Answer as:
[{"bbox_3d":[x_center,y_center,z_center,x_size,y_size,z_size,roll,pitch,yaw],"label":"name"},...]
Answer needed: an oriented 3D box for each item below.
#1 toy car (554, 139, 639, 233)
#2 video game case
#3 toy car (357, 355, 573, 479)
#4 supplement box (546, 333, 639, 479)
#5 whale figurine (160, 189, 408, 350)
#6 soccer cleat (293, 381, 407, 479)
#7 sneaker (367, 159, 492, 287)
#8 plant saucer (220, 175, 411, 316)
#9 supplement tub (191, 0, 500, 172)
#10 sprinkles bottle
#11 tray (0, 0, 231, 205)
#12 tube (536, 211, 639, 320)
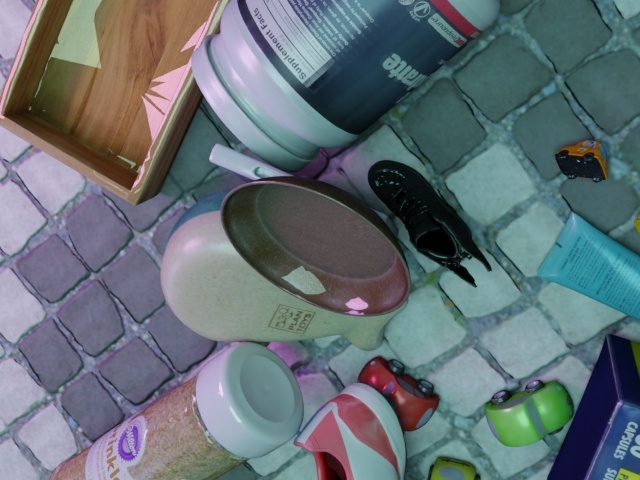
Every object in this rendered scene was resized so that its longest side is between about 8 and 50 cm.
[{"bbox_3d":[0.304,-0.060,1.063,0.122,0.060,0.040,48,66,-17],"label":"toy car"},{"bbox_3d":[-0.010,-0.044,1.055,0.183,0.201,0.023,24,91,9],"label":"video game case"},{"bbox_3d":[0.176,0.219,1.144,0.225,0.053,0.239,-24,96,19],"label":"toy car"},{"bbox_3d":[0.429,0.265,1.005,0.357,0.195,0.194,19,107,7],"label":"supplement box"},{"bbox_3d":[-0.041,0.036,1.132,0.272,0.141,0.216,16,130,-11],"label":"whale figurine"},{"bbox_3d":[0.057,0.320,1.140,0.109,0.116,0.318,8,120,51],"label":"soccer cleat"},{"bbox_3d":[0.115,-0.021,1.084,0.170,0.089,0.051,41,109,2],"label":"sneaker"},{"bbox_3d":[0.000,0.000,0.962,0.199,0.036,0.198,21,149,14],"label":"plant saucer"},{"bbox_3d":[0.023,-0.215,1.008,0.272,0.191,0.191,-39,91,20],"label":"supplement tub"},{"bbox_3d":[-0.178,0.247,1.174,0.355,0.121,0.121,-36,92,33],"label":"sprinkles bottle"},{"bbox_3d":[-0.197,-0.268,1.118,0.203,0.076,0.411,30,110,6],"label":"tray"},{"bbox_3d":[0.341,0.053,1.066,0.207,0.052,0.080,29,104,12],"label":"tube"}]
